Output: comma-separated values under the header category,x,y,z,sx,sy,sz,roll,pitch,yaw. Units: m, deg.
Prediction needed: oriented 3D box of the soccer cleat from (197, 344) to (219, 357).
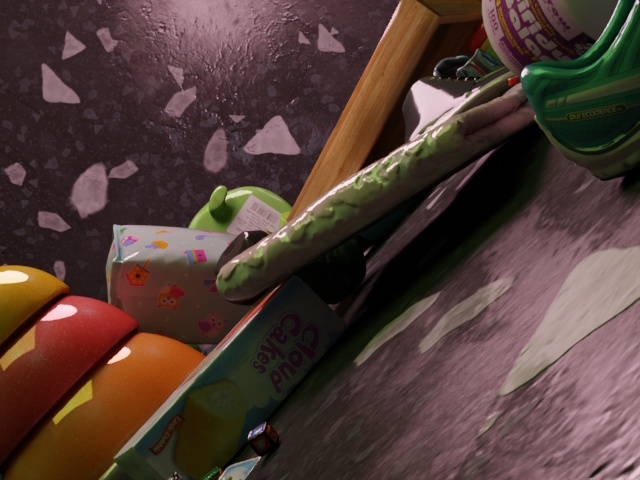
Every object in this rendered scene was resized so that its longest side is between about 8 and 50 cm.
category,x,y,z,sx,sy,sz,roll,pitch,yaw
soccer cleat,-0.097,0.115,1.859,0.248,0.095,0.083,-45,3,23

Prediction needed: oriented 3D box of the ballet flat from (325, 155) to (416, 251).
category,x,y,z,sx,sy,sz,roll,pitch,yaw
ballet flat,0.023,-0.021,1.739,0.316,0.107,0.106,-46,32,-14

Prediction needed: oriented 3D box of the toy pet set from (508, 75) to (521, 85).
category,x,y,z,sx,sy,sz,roll,pitch,yaw
toy pet set,0.272,-0.220,1.281,0.114,0.065,0.122,-25,13,-36

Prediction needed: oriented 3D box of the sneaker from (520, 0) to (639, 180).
category,x,y,z,sx,sy,sz,roll,pitch,yaw
sneaker,0.246,-0.157,0.748,0.275,0.110,0.107,-44,4,19

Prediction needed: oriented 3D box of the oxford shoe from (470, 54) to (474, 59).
category,x,y,z,sx,sy,sz,roll,pitch,yaw
oxford shoe,0.374,-0.400,1.933,0.449,0.130,0.169,-45,-1,-16

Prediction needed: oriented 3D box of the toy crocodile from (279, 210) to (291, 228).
category,x,y,z,sx,sy,sz,roll,pitch,yaw
toy crocodile,0.000,0.000,2.026,0.340,0.105,0.115,-41,-38,-66

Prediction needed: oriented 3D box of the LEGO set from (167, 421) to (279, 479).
category,x,y,z,sx,sy,sz,roll,pitch,yaw
LEGO set,-0.124,0.264,1.045,0.182,0.060,0.244,-26,18,44

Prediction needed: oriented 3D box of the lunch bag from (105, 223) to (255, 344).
category,x,y,z,sx,sy,sz,roll,pitch,yaw
lunch bag,-0.206,0.056,1.754,0.262,0.223,0.160,-123,36,-72

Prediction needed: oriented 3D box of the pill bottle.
category,x,y,z,sx,sy,sz,roll,pitch,yaw
pill bottle,0.256,-0.233,1.021,0.169,0.169,0.301,-46,3,-7

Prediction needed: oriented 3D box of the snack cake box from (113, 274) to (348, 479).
category,x,y,z,sx,sy,sz,roll,pitch,yaw
snack cake box,-0.102,0.171,1.319,0.264,0.089,0.152,-47,2,-22

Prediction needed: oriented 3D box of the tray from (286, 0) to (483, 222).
category,x,y,z,sx,sy,sz,roll,pitch,yaw
tray,0.107,-0.192,1.834,0.202,0.076,0.411,-20,-37,-55

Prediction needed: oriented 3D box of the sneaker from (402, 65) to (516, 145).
category,x,y,z,sx,sy,sz,roll,pitch,yaw
sneaker,0.185,-0.182,1.449,0.222,0.083,0.118,-31,43,26

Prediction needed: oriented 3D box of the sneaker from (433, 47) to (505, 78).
category,x,y,z,sx,sy,sz,roll,pitch,yaw
sneaker,0.208,-0.202,1.608,0.104,0.125,0.262,-46,3,-11

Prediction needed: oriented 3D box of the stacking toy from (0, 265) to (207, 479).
category,x,y,z,sx,sy,sz,roll,pitch,yaw
stacking toy,-0.385,0.154,1.526,0.351,0.480,0.350,-48,-3,-3

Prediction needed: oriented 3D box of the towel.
category,x,y,z,sx,sy,sz,roll,pitch,yaw
towel,0.077,-0.059,1.300,0.331,0.053,0.317,-34,-2,31

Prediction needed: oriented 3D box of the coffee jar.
category,x,y,z,sx,sy,sz,roll,pitch,yaw
coffee jar,-0.038,0.035,1.483,0.184,0.079,0.096,2,-35,-42

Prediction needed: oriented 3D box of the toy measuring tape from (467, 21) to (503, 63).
category,x,y,z,sx,sy,sz,roll,pitch,yaw
toy measuring tape,0.243,-0.233,1.781,0.330,0.121,0.121,-54,1,19

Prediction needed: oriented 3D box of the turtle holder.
category,x,y,z,sx,sy,sz,roll,pitch,yaw
turtle holder,-0.145,0.063,2.313,0.227,0.243,0.320,55,-141,-79
